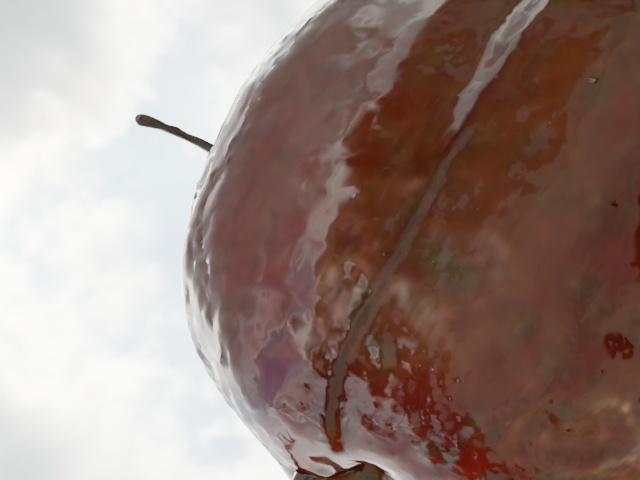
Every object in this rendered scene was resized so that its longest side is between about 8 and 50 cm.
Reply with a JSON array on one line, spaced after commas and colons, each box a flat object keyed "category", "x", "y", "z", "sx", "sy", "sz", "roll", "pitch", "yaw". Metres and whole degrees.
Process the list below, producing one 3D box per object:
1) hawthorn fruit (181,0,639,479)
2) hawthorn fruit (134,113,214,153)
[{"category": "hawthorn fruit", "x": 0.075, "y": 0.009, "z": 0.633, "sx": 0.258, "sy": 0.258, "sz": 0.262, "roll": 57, "pitch": -149, "yaw": -32}, {"category": "hawthorn fruit", "x": 0.027, "y": 0.030, "z": 1.190, "sx": 0.263, "sy": 0.235, "sz": 0.231, "roll": 56, "pitch": -158, "yaw": -59}]
